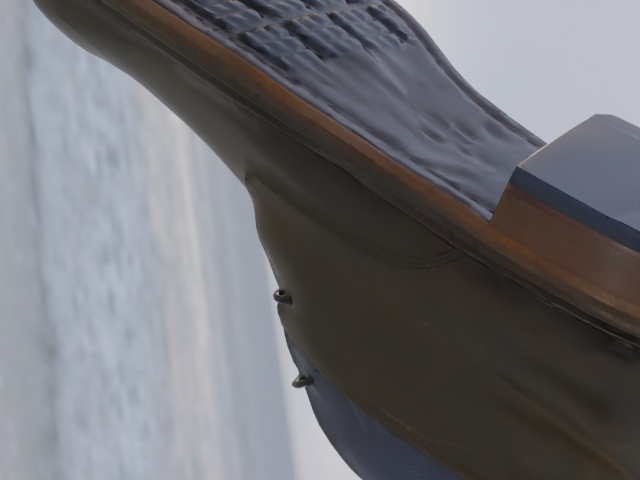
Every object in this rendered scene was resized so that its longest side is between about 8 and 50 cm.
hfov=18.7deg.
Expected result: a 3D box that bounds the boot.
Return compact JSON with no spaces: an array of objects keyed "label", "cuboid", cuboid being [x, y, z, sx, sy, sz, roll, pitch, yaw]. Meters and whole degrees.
[{"label":"boot","cuboid":[0.000,0.000,0.474,0.082,0.219,0.106,-20,135,-53]}]
